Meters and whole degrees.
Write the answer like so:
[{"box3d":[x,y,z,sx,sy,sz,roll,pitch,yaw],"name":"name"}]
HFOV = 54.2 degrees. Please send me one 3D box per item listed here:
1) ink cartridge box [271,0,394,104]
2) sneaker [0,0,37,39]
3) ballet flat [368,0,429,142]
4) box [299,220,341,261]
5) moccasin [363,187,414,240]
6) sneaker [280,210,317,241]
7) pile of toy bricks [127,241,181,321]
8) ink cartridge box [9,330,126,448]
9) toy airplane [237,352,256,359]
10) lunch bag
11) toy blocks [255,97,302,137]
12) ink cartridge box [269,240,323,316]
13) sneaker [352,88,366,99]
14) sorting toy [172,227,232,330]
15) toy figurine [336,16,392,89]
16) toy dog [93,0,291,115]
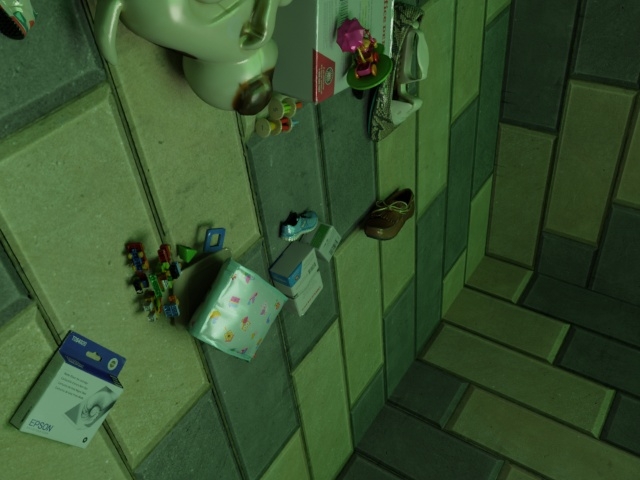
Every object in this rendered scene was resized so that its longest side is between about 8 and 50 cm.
[{"box3d":[0.037,-0.574,1.712,0.384,0.160,0.279,-38,139,-43],"name":"ink cartridge box"},{"box3d":[-0.509,-0.406,0.993,0.161,0.057,0.075,71,30,-48],"name":"sneaker"},{"box3d":[0.271,-0.547,2.115,0.164,0.182,0.483,-32,134,-50],"name":"ballet flat"},{"box3d":[0.000,0.000,2.092,0.101,0.087,0.102,-62,150,-14],"name":"box"},{"box3d":[0.280,-0.109,2.458,0.380,0.139,0.147,-33,134,-49],"name":"moccasin"},{"box3d":[-0.064,-0.059,1.971,0.162,0.063,0.073,-38,135,-45],"name":"sneaker"},{"box3d":[-0.379,0.080,1.489,0.105,0.118,0.212,-85,168,-61],"name":"pile of toy bricks"},{"box3d":[-0.544,0.341,1.406,0.224,0.045,0.223,-61,150,-16],"name":"ink cartridge box"},{"box3d":[-0.222,0.305,1.963,0.151,0.028,0.151,-41,142,-43],"name":"toy airplane"},{"box3d":[-0.231,0.179,1.636,0.223,0.160,0.262,-60,154,-10],"name":"lunch bag"},{"box3d":[-0.095,-0.339,1.703,0.123,0.054,0.148,-46,168,36],"name":"toy blocks"},{"box3d":[-0.076,0.126,2.042,0.148,0.085,0.203,-51,147,-32],"name":"ink cartridge box"},{"box3d":[0.140,-0.549,2.023,0.089,0.051,0.170,-43,139,-32],"name":"sneaker"},{"box3d":[-0.318,0.125,1.665,0.196,0.047,0.348,-28,131,-46],"name":"sorting toy"},{"box3d":[0.103,-0.506,1.606,0.159,0.130,0.173,54,40,-47],"name":"toy figurine"},{"box3d":[-0.215,-0.429,1.250,0.395,0.284,0.408,-61,152,-15],"name":"toy dog"}]
